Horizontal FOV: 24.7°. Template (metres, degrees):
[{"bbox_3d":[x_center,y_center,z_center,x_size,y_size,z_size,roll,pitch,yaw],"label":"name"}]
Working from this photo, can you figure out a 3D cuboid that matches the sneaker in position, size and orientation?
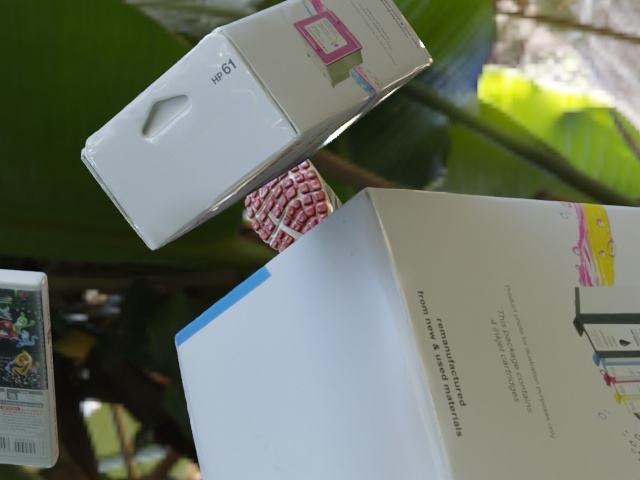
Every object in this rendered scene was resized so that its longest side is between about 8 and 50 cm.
[{"bbox_3d":[0.000,0.000,1.501,0.225,0.088,0.093,60,-163,17],"label":"sneaker"}]

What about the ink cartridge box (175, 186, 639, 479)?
[{"bbox_3d":[0.084,0.089,0.697,0.233,0.171,0.168,3,-117,-37],"label":"ink cartridge box"}]

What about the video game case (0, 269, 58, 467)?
[{"bbox_3d":[-0.304,0.096,1.148,0.022,0.190,0.173,-78,-9,-61],"label":"video game case"}]

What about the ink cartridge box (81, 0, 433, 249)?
[{"bbox_3d":[-0.023,-0.054,0.583,0.052,0.088,0.122,55,-145,1],"label":"ink cartridge box"}]
